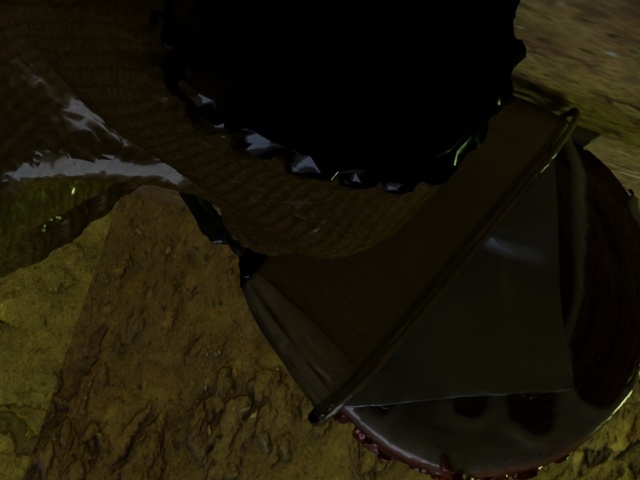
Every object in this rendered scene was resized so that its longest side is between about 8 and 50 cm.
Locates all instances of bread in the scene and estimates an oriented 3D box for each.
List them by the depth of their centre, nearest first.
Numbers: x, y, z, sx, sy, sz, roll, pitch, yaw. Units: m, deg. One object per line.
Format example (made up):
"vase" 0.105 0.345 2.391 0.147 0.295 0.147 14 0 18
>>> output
"bread" 0.080 0.027 0.844 0.212 0.224 0.142 40 175 -4

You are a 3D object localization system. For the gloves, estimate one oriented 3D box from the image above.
"gloves" -0.055 -0.066 0.639 0.203 0.155 0.356 12 165 -27

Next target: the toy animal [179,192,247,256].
"toy animal" -0.042 -0.070 1.064 0.233 0.148 0.084 32 -138 34

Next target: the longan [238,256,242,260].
"longan" 0.000 0.000 1.561 0.189 0.189 0.189 18 177 1
